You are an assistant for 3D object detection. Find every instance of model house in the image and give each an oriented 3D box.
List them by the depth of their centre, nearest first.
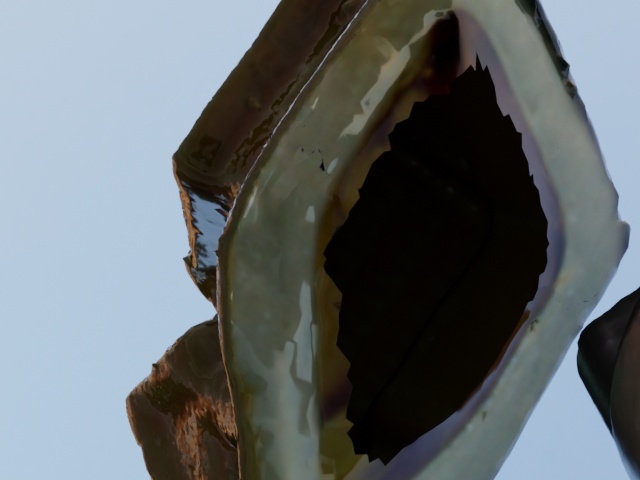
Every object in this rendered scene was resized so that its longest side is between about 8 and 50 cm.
[{"bbox_3d":[-0.009,0.005,0.700,0.268,0.173,0.239,-54,-154,-11],"label":"model house"}]

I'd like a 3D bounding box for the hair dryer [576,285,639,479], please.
[{"bbox_3d":[0.217,0.101,0.417,0.116,0.302,0.244,-54,-163,16],"label":"hair dryer"}]
